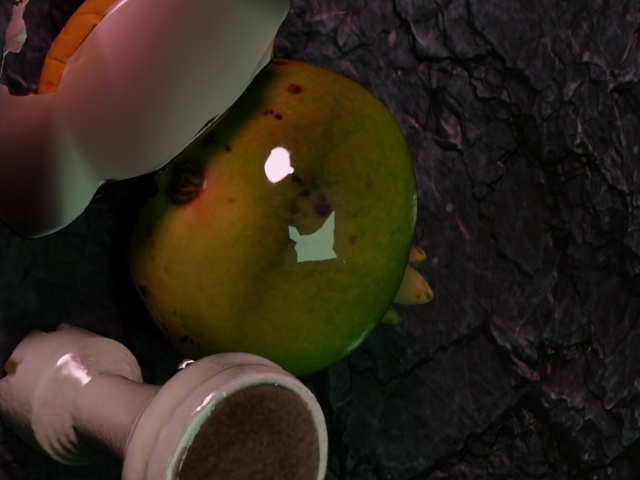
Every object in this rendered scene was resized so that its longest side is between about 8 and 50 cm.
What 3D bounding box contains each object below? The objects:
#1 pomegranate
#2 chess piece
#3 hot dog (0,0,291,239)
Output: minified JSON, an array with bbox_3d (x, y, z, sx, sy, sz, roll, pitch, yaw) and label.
[{"bbox_3d":[0.000,0.000,1.883,0.358,0.216,0.310,25,81,-44],"label":"pomegranate"},{"bbox_3d":[-0.155,0.165,1.732,0.194,0.299,0.195,-14,112,-40],"label":"chess piece"},{"bbox_3d":[-0.178,-0.151,1.754,0.326,0.107,0.194,-31,94,-11],"label":"hot dog"}]
